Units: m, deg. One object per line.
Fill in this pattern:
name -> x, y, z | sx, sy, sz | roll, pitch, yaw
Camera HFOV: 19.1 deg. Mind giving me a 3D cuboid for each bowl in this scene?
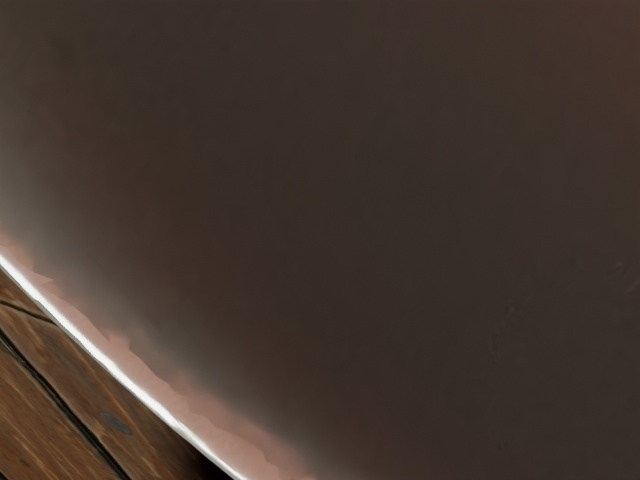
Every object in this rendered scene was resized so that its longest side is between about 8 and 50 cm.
bowl -> 0.079, -0.063, 0.215 | 0.345, 0.157, 0.345 | 29, 151, 18
